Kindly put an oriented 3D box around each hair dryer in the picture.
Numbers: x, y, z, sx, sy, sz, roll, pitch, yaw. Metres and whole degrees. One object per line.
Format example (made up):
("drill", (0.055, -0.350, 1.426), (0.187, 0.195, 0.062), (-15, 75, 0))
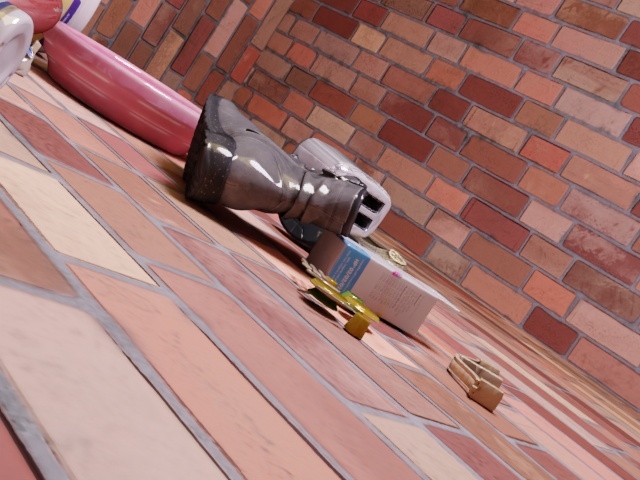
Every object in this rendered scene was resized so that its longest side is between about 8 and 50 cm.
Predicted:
("hair dryer", (-0.451, -0.308, 1.093), (0.224, 0.080, 0.293), (-10, 20, -33))

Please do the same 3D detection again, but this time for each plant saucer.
("plant saucer", (-0.314, -0.239, 1.385), (0.332, 0.084, 0.332), (33, 5, -3))

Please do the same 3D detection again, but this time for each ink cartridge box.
("ink cartridge box", (0.078, 0.059, 1.085), (0.181, 0.061, 0.104), (30, 5, -19))

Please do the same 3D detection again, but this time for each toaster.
("toaster", (0.037, -0.095, 1.654), (0.227, 0.129, 0.146), (32, 8, -39))

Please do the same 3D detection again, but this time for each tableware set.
("tableware set", (0.020, 0.068, 0.901), (0.104, 0.024, 0.154), (35, 3, -13))

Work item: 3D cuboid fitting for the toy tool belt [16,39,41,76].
("toy tool belt", (-0.414, -0.258, 1.121), (0.052, 0.051, 0.083), (36, 6, 33))

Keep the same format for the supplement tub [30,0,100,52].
("supplement tub", (-0.564, -0.505, 1.471), (0.331, 0.241, 0.241), (29, 6, -40))

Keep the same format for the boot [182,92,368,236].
("boot", (-0.064, -0.092, 1.134), (0.223, 0.118, 0.338), (16, 21, -14))

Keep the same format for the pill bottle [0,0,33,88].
("pill bottle", (-0.363, -0.213, 0.779), (0.169, 0.094, 0.094), (33, 5, -6))

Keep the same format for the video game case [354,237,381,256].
("video game case", (0.004, -0.026, 1.638), (0.206, 0.026, 0.227), (34, 6, 18))

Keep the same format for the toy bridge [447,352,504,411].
("toy bridge", (0.181, 0.158, 0.993), (0.063, 0.026, 0.188), (31, 5, 10))

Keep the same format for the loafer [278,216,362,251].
("loafer", (0.000, 0.000, 1.262), (0.170, 0.062, 0.061), (41, -13, 36))

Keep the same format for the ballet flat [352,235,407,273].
("ballet flat", (0.093, -0.004, 1.788), (0.250, 0.058, 0.084), (37, 7, 34))
